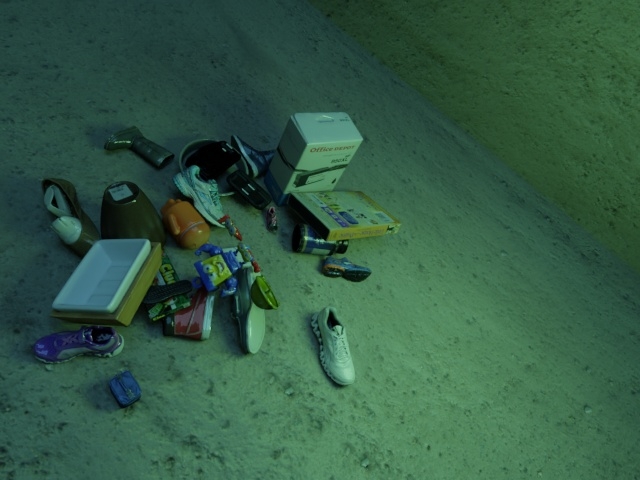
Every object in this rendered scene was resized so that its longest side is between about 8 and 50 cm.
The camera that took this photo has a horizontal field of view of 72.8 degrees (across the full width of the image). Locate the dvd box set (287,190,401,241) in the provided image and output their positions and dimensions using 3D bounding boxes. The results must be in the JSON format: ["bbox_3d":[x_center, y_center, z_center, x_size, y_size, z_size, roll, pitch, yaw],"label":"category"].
[{"bbox_3d":[0.107,-0.118,1.893,0.420,0.062,0.307,-7,39,-39],"label":"dvd box set"}]

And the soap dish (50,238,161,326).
[{"bbox_3d":[-0.633,0.128,1.320,0.229,0.118,0.291,-1,46,15],"label":"soap dish"}]

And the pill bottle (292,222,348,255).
[{"bbox_3d":[0.000,0.000,1.816,0.219,0.123,0.123,7,54,-22],"label":"pill bottle"}]

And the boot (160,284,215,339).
[{"bbox_3d":[-0.453,0.209,1.471,0.176,0.088,0.244,11,56,-17],"label":"boot"}]

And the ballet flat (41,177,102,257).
[{"bbox_3d":[-0.847,-0.082,1.449,0.116,0.124,0.342,-35,70,6],"label":"ballet flat"}]

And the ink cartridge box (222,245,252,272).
[{"bbox_3d":[-0.324,0.075,1.650,0.122,0.052,0.088,-6,60,-31],"label":"ink cartridge box"}]

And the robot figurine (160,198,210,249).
[{"bbox_3d":[-0.499,-0.056,1.609,0.128,0.158,0.219,-38,78,-22],"label":"robot figurine"}]

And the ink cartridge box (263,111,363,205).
[{"bbox_3d":[-0.040,-0.345,1.865,0.285,0.395,0.166,-14,63,-32],"label":"ink cartridge box"}]

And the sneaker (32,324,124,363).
[{"bbox_3d":[-0.705,0.293,1.272,0.236,0.104,0.095,-1,59,-25],"label":"sneaker"}]

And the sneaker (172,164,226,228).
[{"bbox_3d":[-0.438,-0.170,1.682,0.122,0.110,0.283,-42,96,2],"label":"sneaker"}]

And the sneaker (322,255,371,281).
[{"bbox_3d":[0.115,0.111,1.823,0.221,0.083,0.087,14,46,-20],"label":"sneaker"}]

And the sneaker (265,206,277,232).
[{"bbox_3d":[-0.202,-0.091,1.827,0.047,0.057,0.119,0,58,-28],"label":"sneaker"}]

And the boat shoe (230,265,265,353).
[{"bbox_3d":[-0.266,0.248,1.547,0.099,0.116,0.319,-14,62,16],"label":"boat shoe"}]

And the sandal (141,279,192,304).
[{"bbox_3d":[-0.502,0.173,1.398,0.179,0.040,0.067,-12,56,-34],"label":"sandal"}]

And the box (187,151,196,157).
[{"bbox_3d":[-0.539,-0.354,1.876,0.067,0.018,0.083,-29,73,-38],"label":"box"}]

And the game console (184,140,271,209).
[{"bbox_3d":[-0.365,-0.259,1.804,0.361,0.044,0.213,42,52,-1],"label":"game console"}]

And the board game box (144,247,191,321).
[{"bbox_3d":[-0.546,0.142,1.457,0.136,0.030,0.260,-22,56,-25],"label":"board game box"}]

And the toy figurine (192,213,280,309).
[{"bbox_3d":[-0.314,0.121,1.460,0.217,0.191,0.362,-29,82,-7],"label":"toy figurine"}]

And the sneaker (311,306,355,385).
[{"bbox_3d":[0.054,0.378,1.576,0.110,0.118,0.292,-7,62,-32],"label":"sneaker"}]

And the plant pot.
[{"bbox_3d":[-0.644,-0.080,1.457,0.215,0.230,0.215,5,50,-6],"label":"plant pot"}]

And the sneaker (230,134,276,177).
[{"bbox_3d":[-0.296,-0.401,1.978,0.163,0.086,0.226,-28,78,-30],"label":"sneaker"}]

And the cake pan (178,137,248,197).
[{"bbox_3d":[-0.454,-0.301,1.839,0.293,0.054,0.293,14,57,-22],"label":"cake pan"}]

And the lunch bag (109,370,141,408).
[{"bbox_3d":[-0.569,0.430,1.265,0.067,0.065,0.098,-29,74,-38],"label":"lunch bag"}]

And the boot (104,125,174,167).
[{"bbox_3d":[-0.732,-0.362,1.763,0.208,0.076,0.189,43,51,-1],"label":"boot"}]
